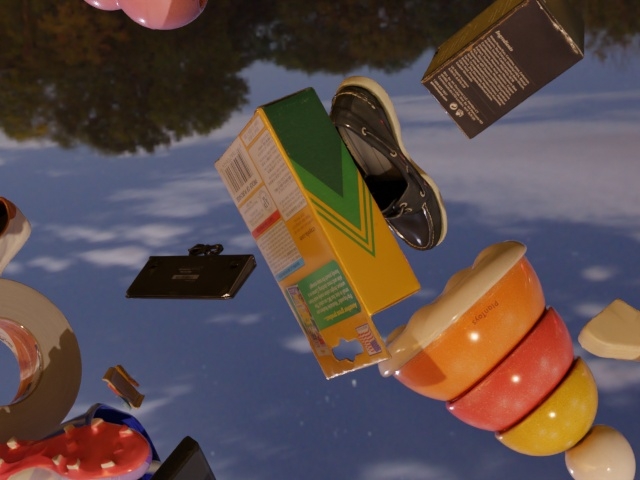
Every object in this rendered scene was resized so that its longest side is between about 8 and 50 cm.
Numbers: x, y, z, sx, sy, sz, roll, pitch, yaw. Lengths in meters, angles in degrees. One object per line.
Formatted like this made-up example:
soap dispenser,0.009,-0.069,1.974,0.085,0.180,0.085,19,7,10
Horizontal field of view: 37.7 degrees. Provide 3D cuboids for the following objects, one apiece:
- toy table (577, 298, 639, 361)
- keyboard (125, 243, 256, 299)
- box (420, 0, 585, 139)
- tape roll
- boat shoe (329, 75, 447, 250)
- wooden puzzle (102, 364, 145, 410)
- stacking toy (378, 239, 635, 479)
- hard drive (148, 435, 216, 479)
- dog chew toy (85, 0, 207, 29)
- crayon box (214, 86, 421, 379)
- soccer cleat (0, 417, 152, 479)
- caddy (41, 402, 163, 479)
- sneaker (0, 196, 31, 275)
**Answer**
toy table,0.428,0.096,1.067,0.274,0.252,0.161,-24,-123,-41
keyboard,-0.168,0.043,1.251,0.180,0.023,0.108,-1,-137,31
box,0.212,-0.217,1.075,0.158,0.093,0.156,-37,-168,28
tape roll,-0.414,0.159,1.169,0.219,0.219,0.072,-25,178,-45
boat shoe,0.100,-0.092,1.496,0.127,0.340,0.113,4,-136,34
wooden puzzle,-0.307,0.230,1.457,0.014,0.078,0.116,-46,-179,3
stacking toy,0.369,0.270,1.683,0.351,0.480,0.350,-41,174,-6
hard drive,-0.161,0.287,1.064,0.022,0.135,0.094,30,-117,22
dog chew toy,-0.374,-0.518,1.756,0.332,0.206,0.206,14,-163,2
crayon box,0.000,0.000,1.156,0.083,0.322,0.203,-26,176,-26
soccer cleat,-0.281,0.262,1.049,0.248,0.095,0.083,-12,-148,24
caddy,-0.348,0.407,1.573,0.179,0.241,0.341,-21,160,3
sneaker,-0.648,0.043,1.725,0.106,0.123,0.290,12,-120,15
